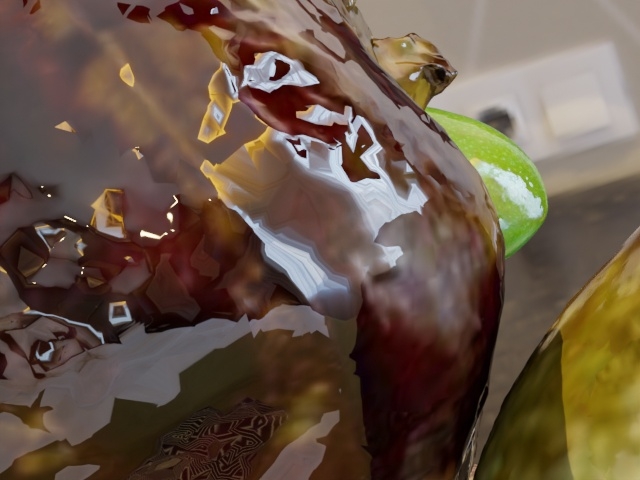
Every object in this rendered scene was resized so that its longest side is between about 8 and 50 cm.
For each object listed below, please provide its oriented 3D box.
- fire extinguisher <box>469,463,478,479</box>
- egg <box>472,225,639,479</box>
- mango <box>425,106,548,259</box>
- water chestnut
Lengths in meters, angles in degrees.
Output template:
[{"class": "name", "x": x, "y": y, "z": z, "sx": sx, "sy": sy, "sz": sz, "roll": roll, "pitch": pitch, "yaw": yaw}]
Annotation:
[{"class": "fire extinguisher", "x": 0.099, "y": 0.166, "z": 1.136, "sx": 0.157, "sy": 0.045, "sz": 0.078, "roll": 11, "pitch": -6, "yaw": 35}, {"class": "egg", "x": 0.181, "y": 0.072, "z": 0.518, "sx": 0.290, "sy": 0.238, "sz": 0.238, "roll": -19, "pitch": 22, "yaw": 4}, {"class": "mango", "x": 0.000, "y": 0.000, "z": 1.466, "sx": 0.382, "sy": 0.201, "sz": 0.225, "roll": -14, "pitch": 34, "yaw": 11}, {"class": "water chestnut", "x": -0.063, "y": 0.006, "z": 0.615, "sx": 0.347, "sy": 0.335, "sz": 0.335, "roll": -26, "pitch": 21, "yaw": -30}]
